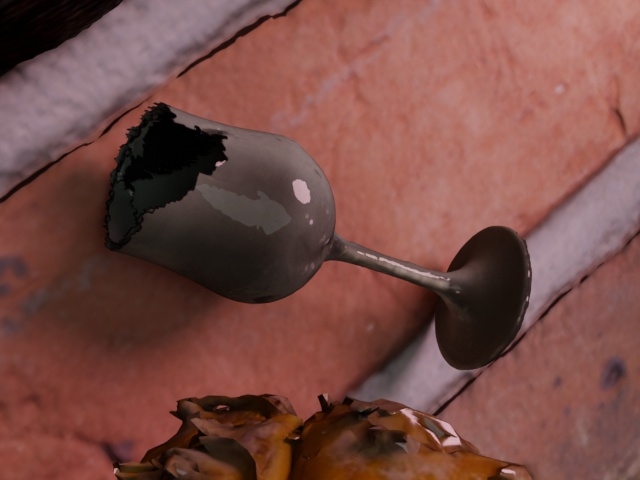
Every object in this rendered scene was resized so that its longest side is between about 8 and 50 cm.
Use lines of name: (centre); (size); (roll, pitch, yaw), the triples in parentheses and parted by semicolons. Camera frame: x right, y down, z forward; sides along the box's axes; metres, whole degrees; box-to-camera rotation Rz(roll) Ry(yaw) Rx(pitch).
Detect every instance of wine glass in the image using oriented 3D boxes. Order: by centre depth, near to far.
wine glass: (0.000, 0.000, 0.539); (0.195, 0.079, 0.079); (19, 80, -26)

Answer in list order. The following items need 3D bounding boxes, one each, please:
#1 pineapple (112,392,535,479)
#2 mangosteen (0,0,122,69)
pineapple: (-0.003, 0.228, 0.405); (0.352, 0.352, 0.300); (38, 63, -21)
mangosteen: (-0.177, -0.185, 0.333); (0.330, 0.330, 0.330); (1, 88, -27)
